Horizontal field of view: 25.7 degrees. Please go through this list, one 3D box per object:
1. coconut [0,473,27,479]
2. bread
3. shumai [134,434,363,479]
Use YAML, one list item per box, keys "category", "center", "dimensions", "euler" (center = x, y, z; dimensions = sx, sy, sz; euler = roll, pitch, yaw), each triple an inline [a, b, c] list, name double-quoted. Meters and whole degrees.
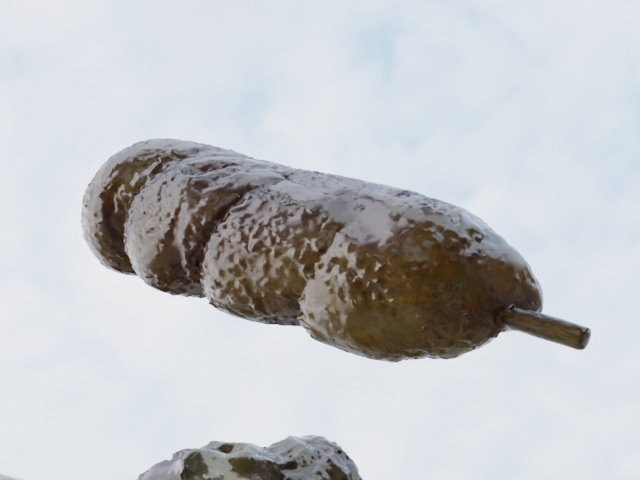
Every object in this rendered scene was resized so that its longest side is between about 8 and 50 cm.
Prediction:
- category: "coconut"
  center: [-0.295, 0.320, 1.151]
  dimensions: [0.259, 0.259, 0.259]
  euler: [-16, -43, -16]
- category: "bread"
  center: [0.001, 0.002, 0.756]
  dimensions: [0.124, 0.344, 0.084]
  euler: [-24, -62, -41]
- category: "shumai"
  center: [-0.071, 0.250, 1.205]
  dimensions: [0.175, 0.166, 0.206]
  euler: [26, -89, -36]
